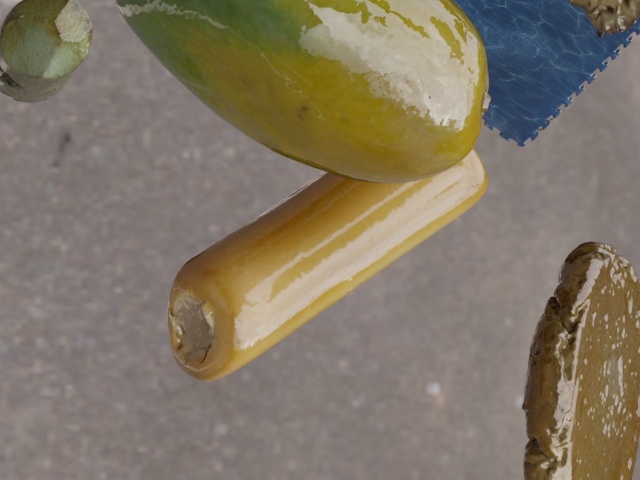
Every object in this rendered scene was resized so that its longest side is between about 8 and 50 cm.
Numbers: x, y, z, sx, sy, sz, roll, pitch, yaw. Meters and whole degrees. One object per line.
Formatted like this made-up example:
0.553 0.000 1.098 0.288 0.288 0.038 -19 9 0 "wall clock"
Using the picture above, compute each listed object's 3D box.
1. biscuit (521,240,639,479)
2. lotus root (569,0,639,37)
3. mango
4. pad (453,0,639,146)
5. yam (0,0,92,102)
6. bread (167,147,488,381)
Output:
0.184 0.108 1.263 0.226 0.042 0.225 3 90 -65 "biscuit"
0.267 -0.299 1.419 0.141 0.169 0.314 95 21 -52 "lotus root"
-0.010 -0.096 0.859 0.130 0.195 0.092 110 5 -62 "mango"
0.166 -0.235 1.785 0.270 0.269 0.012 32 46 -8 "pad"
-0.221 -0.148 1.410 0.070 0.146 0.069 2 84 -15 "yam"
0.000 0.000 1.122 0.239 0.093 0.074 -34 101 -34 "bread"
